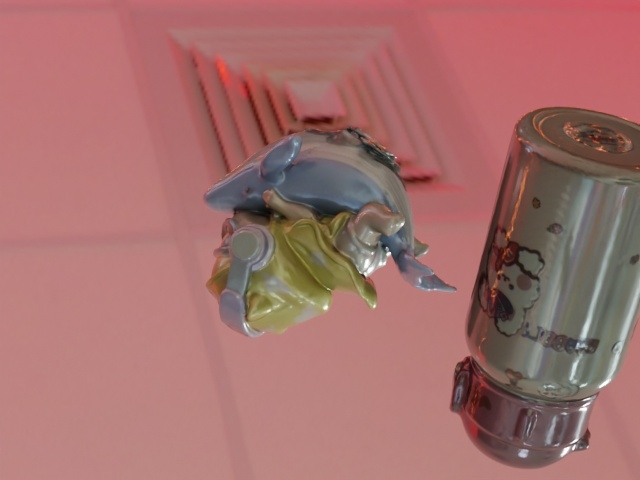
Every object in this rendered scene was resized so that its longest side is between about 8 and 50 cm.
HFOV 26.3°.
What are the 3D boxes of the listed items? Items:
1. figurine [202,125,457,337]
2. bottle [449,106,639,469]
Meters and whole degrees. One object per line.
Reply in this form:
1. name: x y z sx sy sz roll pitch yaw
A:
1. figurine: 0.000 0.000 1.057 0.208 0.128 0.184 25 -92 20
2. bottle: 0.150 0.039 0.881 0.110 0.233 0.110 9 -153 -5
